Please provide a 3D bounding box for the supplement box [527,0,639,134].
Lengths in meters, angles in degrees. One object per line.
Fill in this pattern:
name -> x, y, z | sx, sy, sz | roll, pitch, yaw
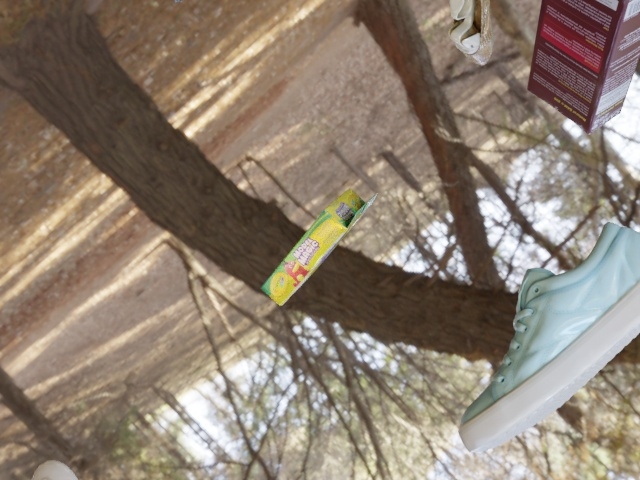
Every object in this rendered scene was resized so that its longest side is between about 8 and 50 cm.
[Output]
supplement box -> 0.366, -0.277, 0.894 | 0.073, 0.130, 0.239 | -31, 147, -14

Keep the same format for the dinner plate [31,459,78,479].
dinner plate -> -0.393, 0.397, 0.969 | 0.141, 0.141, 0.017 | -38, 160, 29

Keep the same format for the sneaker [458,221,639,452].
sneaker -> 0.302, 0.123, 0.875 | 0.366, 0.150, 0.135 | -40, 150, -3

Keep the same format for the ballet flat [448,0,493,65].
ballet flat -> 0.219, -0.338, 0.984 | 0.067, 0.073, 0.206 | -41, 143, -18

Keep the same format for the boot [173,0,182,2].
boot -> -0.253, -0.554, 1.122 | 0.161, 0.247, 0.083 | -23, -167, 17

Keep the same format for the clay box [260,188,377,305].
clay box -> 0.000, 0.000, 1.096 | 0.222, 0.053, 0.127 | -51, 177, 28
